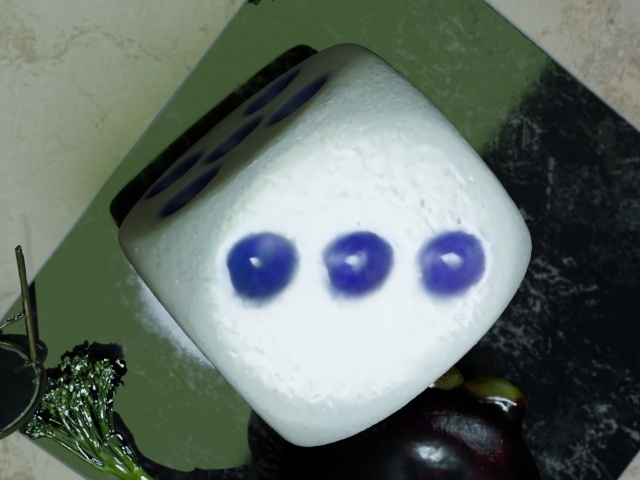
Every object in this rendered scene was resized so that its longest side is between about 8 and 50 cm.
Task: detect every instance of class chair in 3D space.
[{"bbox_3d":[-0.351,0.161,1.450,0.159,0.170,0.326,6,133,15],"label":"chair"}]

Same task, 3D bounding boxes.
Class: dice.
[{"bbox_3d":[0.000,0.000,1.410,0.304,0.304,0.277,-42,102,-3],"label":"dice"}]

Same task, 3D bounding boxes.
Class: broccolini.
[{"bbox_3d":[-0.175,0.203,1.529,0.271,0.062,0.123,26,107,-7],"label":"broccolini"}]

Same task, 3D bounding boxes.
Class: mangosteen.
[{"bbox_3d":[0.098,0.234,1.507,0.275,0.275,0.302,18,58,-12],"label":"mangosteen"}]
